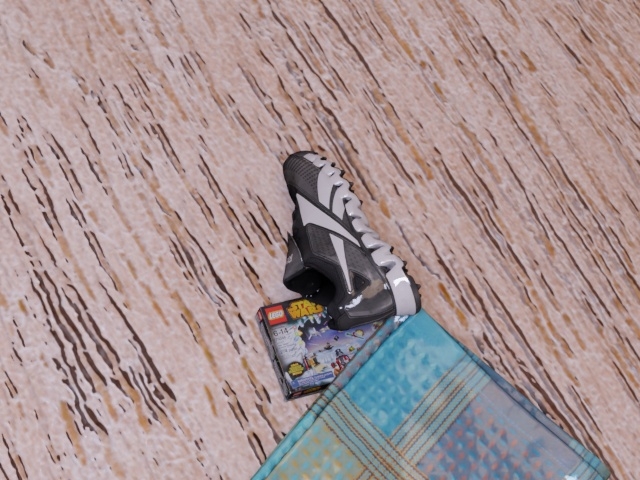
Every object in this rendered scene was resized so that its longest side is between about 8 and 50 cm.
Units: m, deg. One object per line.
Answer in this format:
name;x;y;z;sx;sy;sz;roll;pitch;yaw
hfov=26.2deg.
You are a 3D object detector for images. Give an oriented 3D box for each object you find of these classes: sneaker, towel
sneaker;0.000;0.000;1.343;0.106;0.078;0.234;-24;52;-13
towel;0.074;0.261;1.260;0.271;0.040;0.370;42;63;3

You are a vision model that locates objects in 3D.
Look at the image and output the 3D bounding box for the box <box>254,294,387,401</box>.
box;0.015;0.096;1.349;0.137;0.027;0.094;-13;67;-21
